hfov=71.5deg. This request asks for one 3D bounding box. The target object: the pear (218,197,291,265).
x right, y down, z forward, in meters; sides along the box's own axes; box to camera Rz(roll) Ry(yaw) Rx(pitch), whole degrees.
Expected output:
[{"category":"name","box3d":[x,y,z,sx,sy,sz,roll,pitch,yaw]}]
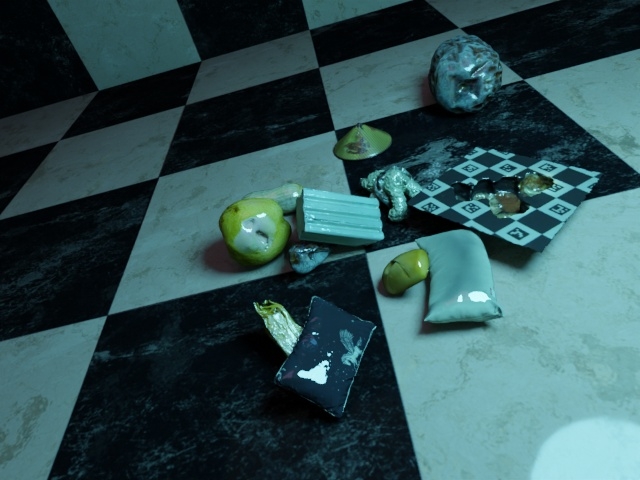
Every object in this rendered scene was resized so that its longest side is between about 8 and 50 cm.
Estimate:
[{"category":"pear","box3d":[-0.159,-0.025,1.100,0.178,0.178,0.178,-11,40,9]}]

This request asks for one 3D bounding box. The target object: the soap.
[{"category":"soap","box3d":[0.044,-0.050,1.040,0.198,0.063,0.115,7,64,-21]}]

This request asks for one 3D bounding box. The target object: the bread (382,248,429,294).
[{"category":"bread","box3d":[0.171,0.060,0.922,0.115,0.056,0.082,-38,27,49]}]

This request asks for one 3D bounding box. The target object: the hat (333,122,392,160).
[{"category":"hat","box3d":[0.128,-0.338,1.424,0.193,0.082,0.193,-12,39,10]}]

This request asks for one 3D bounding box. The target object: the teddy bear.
[{"category":"teddy bear","box3d":[0.176,-0.143,1.153,0.133,0.111,0.213,-28,41,-17]}]

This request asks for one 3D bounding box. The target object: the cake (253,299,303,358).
[{"category":"cake","box3d":[-0.057,0.179,0.871,0.079,0.116,0.185,-28,36,-15]}]

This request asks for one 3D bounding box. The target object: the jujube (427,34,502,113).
[{"category":"jujube","box3d":[0.464,-0.544,1.444,0.226,0.226,0.317,-5,36,15]}]

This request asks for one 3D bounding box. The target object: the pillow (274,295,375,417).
[{"category":"pillow","box3d":[0.015,0.205,0.821,0.141,0.055,0.208,28,46,-1]}]

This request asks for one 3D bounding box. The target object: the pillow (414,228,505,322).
[{"category":"pillow","box3d":[0.271,0.063,0.902,0.144,0.078,0.254,-11,38,16]}]

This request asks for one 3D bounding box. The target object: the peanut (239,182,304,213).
[{"category":"peanut","box3d":[-0.137,-0.106,1.247,0.206,0.087,0.087,-15,39,3]}]

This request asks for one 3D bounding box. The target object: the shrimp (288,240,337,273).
[{"category":"shrimp","box3d":[0.000,0.000,1.085,0.090,0.079,0.233,-2,32,42]}]

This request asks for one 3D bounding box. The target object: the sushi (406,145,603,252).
[{"category":"sushi","box3d":[0.424,-0.091,1.042,0.320,0.069,0.339,25,50,38]}]
